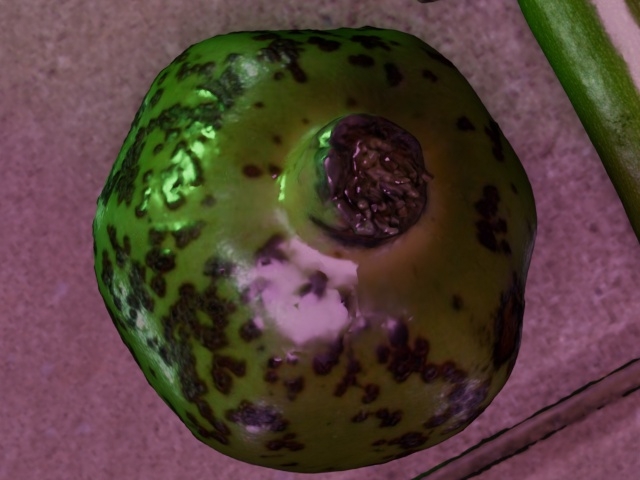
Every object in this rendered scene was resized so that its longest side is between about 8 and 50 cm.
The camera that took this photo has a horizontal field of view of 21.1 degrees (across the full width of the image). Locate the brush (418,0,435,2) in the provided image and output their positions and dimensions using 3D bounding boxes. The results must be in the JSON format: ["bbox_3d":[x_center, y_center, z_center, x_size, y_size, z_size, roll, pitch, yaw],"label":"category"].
[{"bbox_3d":[0.053,-0.275,0.953,0.054,0.048,0.282,-12,105,-6],"label":"brush"}]

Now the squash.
[{"bbox_3d":[0.215,-0.041,0.984,0.101,0.101,0.378,-27,98,8],"label":"squash"}]

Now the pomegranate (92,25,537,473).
[{"bbox_3d":[0.000,0.000,0.919,0.254,0.270,0.254,2,79,-13],"label":"pomegranate"}]
